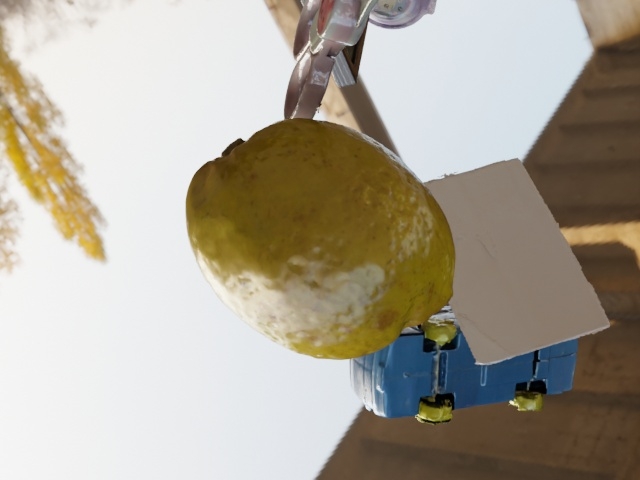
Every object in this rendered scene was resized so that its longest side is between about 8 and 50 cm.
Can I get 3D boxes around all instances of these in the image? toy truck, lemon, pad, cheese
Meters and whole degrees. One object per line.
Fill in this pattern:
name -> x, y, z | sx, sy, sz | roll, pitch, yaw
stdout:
toy truck -> 0.225, 0.182, 1.533 | 0.385, 0.161, 0.162 | -3, -169, -30
lemon -> 0.000, 0.000, 0.738 | 0.170, 0.207, 0.170 | -51, 180, 1
pad -> 0.193, 0.015, 1.050 | 0.157, 0.004, 0.232 | -15, -119, -11
cheese -> 0.073, -0.357, 1.409 | 0.191, 0.105, 0.042 | 9, -149, 14

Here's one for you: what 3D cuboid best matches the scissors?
scissors -> 0.017, -0.173, 0.733 | 0.242, 0.031, 0.118 | 138, -38, -67

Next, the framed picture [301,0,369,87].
framed picture -> 0.020, -0.272, 1.098 | 0.023, 0.128, 0.168 | -10, -138, 20
